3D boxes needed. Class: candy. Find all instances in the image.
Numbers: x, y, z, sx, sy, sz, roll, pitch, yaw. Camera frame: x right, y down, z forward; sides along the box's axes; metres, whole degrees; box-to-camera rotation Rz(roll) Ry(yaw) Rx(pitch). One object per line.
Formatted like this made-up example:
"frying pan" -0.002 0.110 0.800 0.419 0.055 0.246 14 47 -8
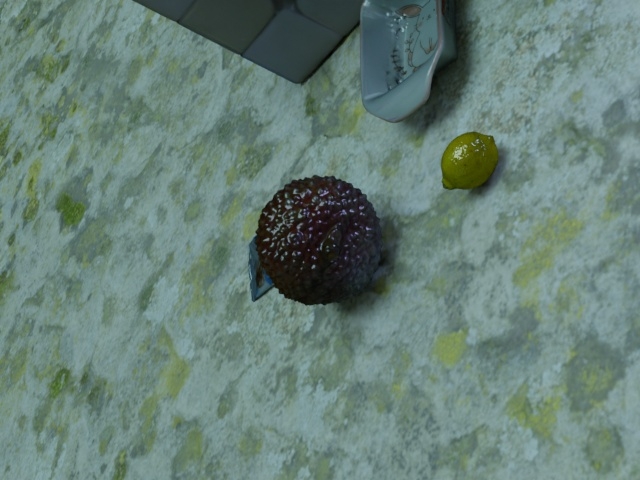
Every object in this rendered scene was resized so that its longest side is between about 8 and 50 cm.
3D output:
"candy" -0.065 0.018 1.846 0.136 0.038 0.088 -41 52 45

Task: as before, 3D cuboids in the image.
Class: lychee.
"lychee" 0.000 0.000 1.641 0.165 0.165 0.197 -69 16 -5

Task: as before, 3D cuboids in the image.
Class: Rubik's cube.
"Rubik's cube" -0.080 -0.502 1.926 0.346 0.347 0.344 -43 37 30

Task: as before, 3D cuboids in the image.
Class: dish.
"dish" 0.123 -0.252 1.722 0.154 0.064 0.234 -33 43 41

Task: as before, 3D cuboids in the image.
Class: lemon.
"lemon" 0.171 -0.091 1.544 0.083 0.062 0.062 -48 35 13
